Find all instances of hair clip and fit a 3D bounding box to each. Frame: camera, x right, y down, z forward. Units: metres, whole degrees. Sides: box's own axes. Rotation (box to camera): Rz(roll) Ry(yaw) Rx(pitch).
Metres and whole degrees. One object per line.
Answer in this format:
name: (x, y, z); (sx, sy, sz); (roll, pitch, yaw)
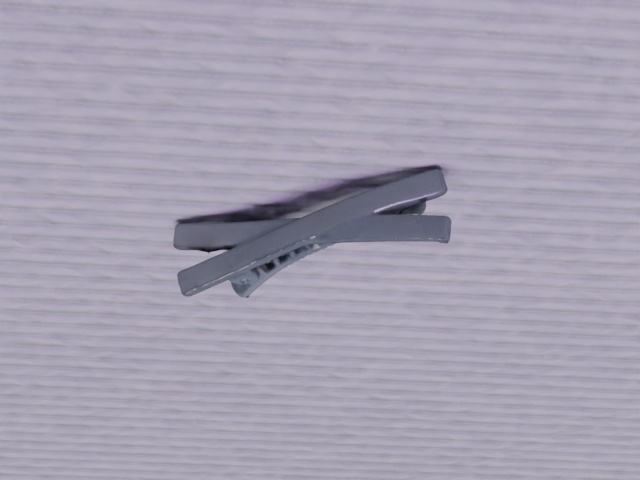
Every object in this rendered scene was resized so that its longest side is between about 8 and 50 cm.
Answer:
hair clip: (0.000, -0.001, 0.711); (0.115, 0.030, 0.039); (-13, 167, 24)
